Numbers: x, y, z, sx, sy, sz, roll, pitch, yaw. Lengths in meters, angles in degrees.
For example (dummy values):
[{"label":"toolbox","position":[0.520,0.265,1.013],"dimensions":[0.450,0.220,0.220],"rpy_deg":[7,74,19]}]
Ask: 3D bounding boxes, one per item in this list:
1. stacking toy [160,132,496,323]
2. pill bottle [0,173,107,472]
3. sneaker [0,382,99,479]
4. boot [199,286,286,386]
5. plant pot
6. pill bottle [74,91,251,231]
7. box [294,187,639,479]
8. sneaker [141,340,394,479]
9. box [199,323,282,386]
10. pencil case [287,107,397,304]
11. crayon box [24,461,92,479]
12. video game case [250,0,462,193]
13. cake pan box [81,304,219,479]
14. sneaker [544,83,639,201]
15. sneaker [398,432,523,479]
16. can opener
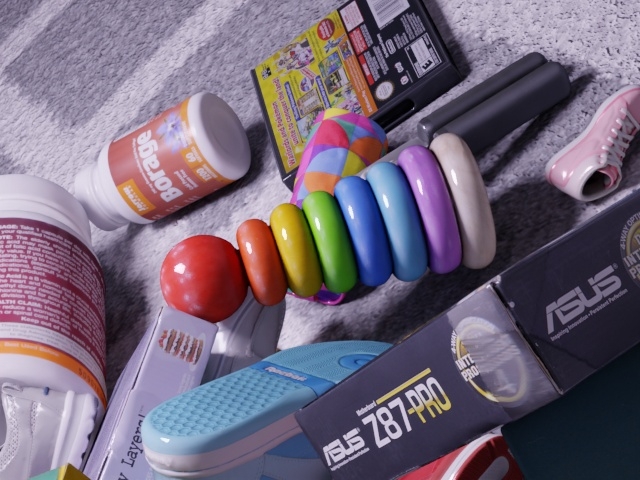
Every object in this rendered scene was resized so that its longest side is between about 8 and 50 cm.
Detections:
[{"label":"stacking toy","position":[0.000,0.000,1.494],"dimensions":[0.330,0.141,0.141],"rpy_deg":[-15,36,-3]},{"label":"pill bottle","position":[-0.366,0.106,1.781],"dimensions":[0.224,0.224,0.392],"rpy_deg":[-32,35,16]},{"label":"sneaker","position":[-0.328,0.279,1.585],"dimensions":[0.105,0.115,0.281],"rpy_deg":[-136,66,-84]},{"label":"boot","position":[-0.058,0.164,1.513],"dimensions":[0.123,0.095,0.258],"rpy_deg":[12,72,27]},{"label":"plant pot","position":[0.267,0.215,1.077],"dimensions":[0.166,0.165,0.234],"rpy_deg":[-33,40,14]},{"label":"pill bottle","position":[-0.207,-0.095,1.930],"dimensions":[0.216,0.121,0.121],"rpy_deg":[-26,37,25]},{"label":"box","position":[0.206,0.038,1.134],"dimensions":[0.395,0.097,0.318],"rpy_deg":[-29,-5,-31]},{"label":"sneaker","position":[-0.023,0.220,1.395],"dimensions":[0.319,0.208,0.127],"rpy_deg":[-15,20,-36]},{"label":"box","position":[-0.119,0.169,1.640],"dimensions":[0.164,0.021,0.201],"rpy_deg":[-50,35,-10]},{"label":"pencil case","position":[0.010,-0.039,1.674],"dimensions":[0.104,0.104,0.236],"rpy_deg":[-14,41,36]},{"label":"crayon box","position":[-0.169,0.412,1.162],"dimensions":[0.106,0.313,0.363],"rpy_deg":[-21,40,30]},{"label":"video game case","position":[0.037,-0.208,1.885],"dimensions":[0.248,0.035,0.275],"rpy_deg":[-34,36,12]},{"label":"cake pan box","position":[-0.195,0.225,1.490],"dimensions":[0.246,0.070,0.267],"rpy_deg":[123,166,-60]},{"label":"sneaker","position":[0.290,-0.091,1.485],"dimensions":[0.134,0.051,0.070],"rpy_deg":[-45,35,3]},{"label":"sneaker","position":[0.071,0.244,1.329],"dimensions":[0.221,0.087,0.128],"rpy_deg":[-38,23,-14]},{"label":"can opener","position":[0.148,-0.094,1.620],"dimensions":[0.283,0.095,0.076],"rpy_deg":[-32,32,-10]}]
